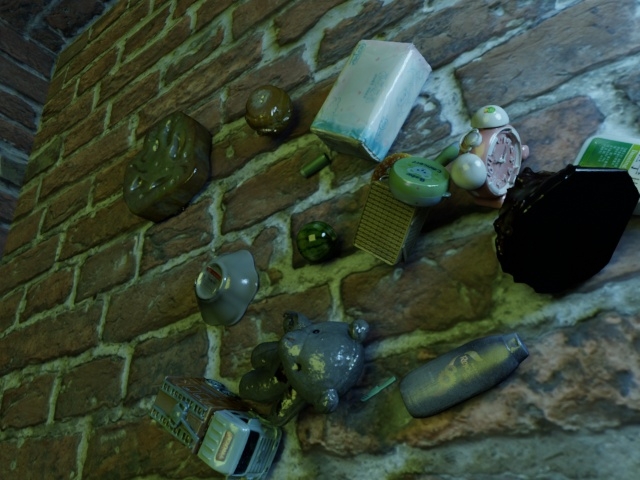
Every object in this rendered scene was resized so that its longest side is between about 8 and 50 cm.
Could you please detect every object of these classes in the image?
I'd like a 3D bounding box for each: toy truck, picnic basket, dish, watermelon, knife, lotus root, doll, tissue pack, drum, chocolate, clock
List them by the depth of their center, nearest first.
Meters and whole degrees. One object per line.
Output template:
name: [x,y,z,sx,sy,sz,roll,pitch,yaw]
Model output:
chocolate: [0.362,-0.047,0.809,0.177,0.206,0.224,-113,25,-58]
clock: [0.313,-0.156,0.914,0.092,0.162,0.166,18,81,44]
knife: [0.114,0.297,0.955,0.091,0.005,0.014,-41,51,16]
drum: [0.209,-0.150,0.960,0.129,0.049,0.253,16,39,13]
picnic basket: [0.147,-0.041,0.985,0.115,0.079,0.164,29,117,25]
doll: [-0.064,0.259,1.007,0.340,0.158,0.246,-9,51,37]
toy truck: [-0.243,0.409,1.069,0.305,0.162,0.137,14,77,40]
watermelon: [-0.003,0.003,1.126,0.108,0.109,0.109,-17,60,31]
tissue pack: [0.120,-0.346,1.180,0.201,0.124,0.271,26,85,39]
dish: [-0.275,0.118,1.289,0.229,0.081,0.230,-17,59,31]
lotus root: [-0.515,-0.248,1.637,0.374,0.111,0.391,20,80,37]

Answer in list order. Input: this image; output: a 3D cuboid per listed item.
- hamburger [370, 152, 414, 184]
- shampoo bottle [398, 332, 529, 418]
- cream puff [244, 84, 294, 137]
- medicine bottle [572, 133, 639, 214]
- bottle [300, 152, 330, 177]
hamburger: [0.173,-0.132,1.062,0.126,0.081,0.141,-40,50,17]
shampoo bottle: [0.251,0.236,0.848,0.233,0.049,0.087,-34,54,20]
cream puff: [-0.147,-0.372,1.401,0.150,0.115,0.165,1,60,30]
medicine bottle: [0.520,-0.105,0.792,0.183,0.069,0.119,26,82,41]
bottle: [-0.015,-0.200,1.273,0.083,0.030,0.030,-32,53,22]
